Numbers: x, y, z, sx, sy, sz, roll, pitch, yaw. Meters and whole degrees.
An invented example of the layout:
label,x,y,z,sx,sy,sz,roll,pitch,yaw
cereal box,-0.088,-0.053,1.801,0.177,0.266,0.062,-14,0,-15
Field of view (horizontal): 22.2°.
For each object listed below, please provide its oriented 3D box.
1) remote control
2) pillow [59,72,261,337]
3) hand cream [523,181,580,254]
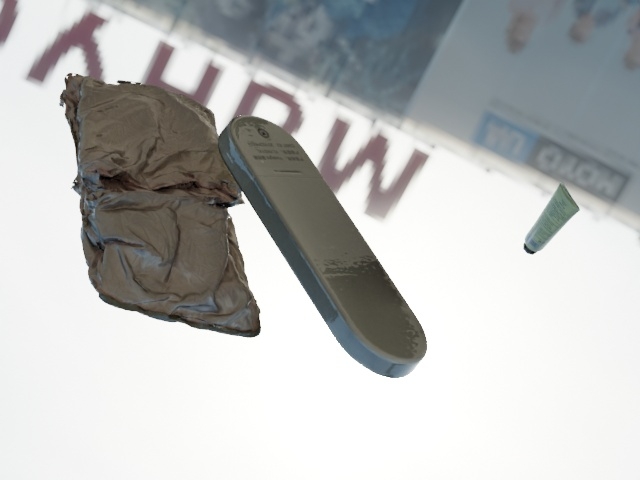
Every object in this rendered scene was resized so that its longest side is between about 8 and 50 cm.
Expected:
label,x,y,z,sx,sy,sz,roll,pitch,yaw
remote control,0.000,0.000,1.188,0.077,0.022,0.245,1,-134,-47
pillow,-0.117,-0.036,1.198,0.135,0.049,0.248,12,-142,-26
hand cream,0.228,-0.018,1.614,0.022,0.102,0.035,-17,-115,-29
